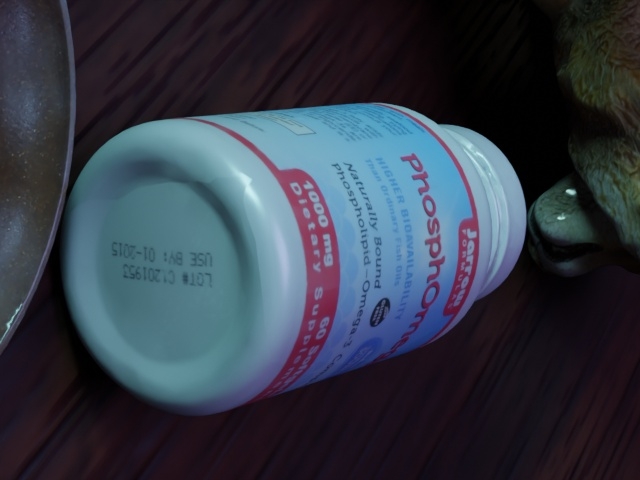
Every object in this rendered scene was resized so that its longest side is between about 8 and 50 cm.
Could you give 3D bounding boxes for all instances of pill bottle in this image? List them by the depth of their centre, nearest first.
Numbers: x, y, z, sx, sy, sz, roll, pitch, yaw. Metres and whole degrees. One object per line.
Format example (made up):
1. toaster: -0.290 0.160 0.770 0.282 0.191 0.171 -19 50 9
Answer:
1. pill bottle: 0.000 0.000 0.531 0.160 0.087 0.087 -12 95 -53

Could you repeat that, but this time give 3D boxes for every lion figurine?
1. lion figurine: 0.126 -0.176 0.690 0.240 0.142 0.392 24 62 -58

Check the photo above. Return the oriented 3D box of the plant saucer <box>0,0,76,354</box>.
1. plant saucer: -0.121 -0.025 0.394 0.168 0.029 0.168 -27 121 -57
